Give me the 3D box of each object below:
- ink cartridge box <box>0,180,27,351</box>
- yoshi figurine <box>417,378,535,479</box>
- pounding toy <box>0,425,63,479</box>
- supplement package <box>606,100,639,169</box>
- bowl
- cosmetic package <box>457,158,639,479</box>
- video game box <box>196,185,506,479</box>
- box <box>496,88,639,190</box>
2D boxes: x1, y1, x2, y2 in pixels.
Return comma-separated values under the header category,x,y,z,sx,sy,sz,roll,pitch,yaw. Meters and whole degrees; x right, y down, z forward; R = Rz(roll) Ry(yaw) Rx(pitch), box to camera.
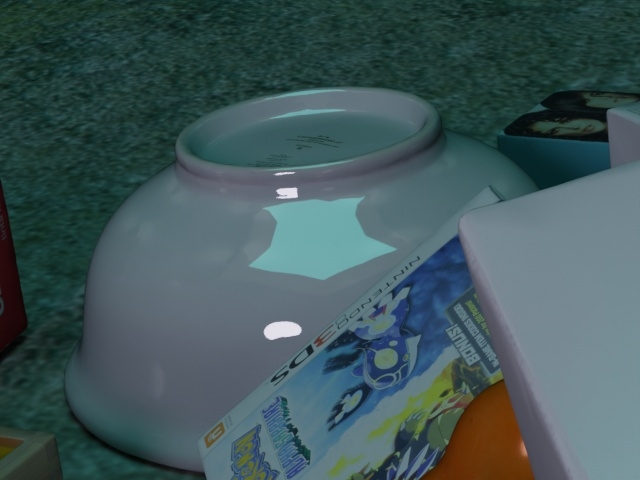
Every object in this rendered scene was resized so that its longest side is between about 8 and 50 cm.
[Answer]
category,x,y,z,sx,sy,sz,roll,pitch,yaw
ink cartridge box,-0.310,0.052,1.012,0.197,0.114,0.273,1,23,19
yoshi figurine,0.059,0.172,0.478,0.203,0.203,0.362,7,27,18
pounding toy,-0.187,0.113,0.831,0.130,0.100,0.141,5,24,27
supplement package,0.289,-0.018,0.969,0.244,0.134,0.139,-15,22,-18
bowl,0.000,0.000,1.023,0.297,0.134,0.298,-6,20,2
cosmetic package,0.170,0.073,0.332,0.224,0.138,0.224,-19,40,1
video game box,0.040,0.080,0.795,0.187,0.048,0.205,-44,21,5
box,0.239,-0.046,1.165,0.244,0.060,0.100,6,24,30
